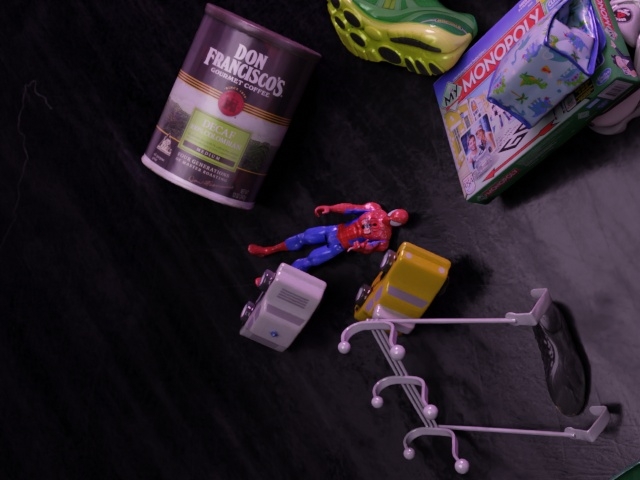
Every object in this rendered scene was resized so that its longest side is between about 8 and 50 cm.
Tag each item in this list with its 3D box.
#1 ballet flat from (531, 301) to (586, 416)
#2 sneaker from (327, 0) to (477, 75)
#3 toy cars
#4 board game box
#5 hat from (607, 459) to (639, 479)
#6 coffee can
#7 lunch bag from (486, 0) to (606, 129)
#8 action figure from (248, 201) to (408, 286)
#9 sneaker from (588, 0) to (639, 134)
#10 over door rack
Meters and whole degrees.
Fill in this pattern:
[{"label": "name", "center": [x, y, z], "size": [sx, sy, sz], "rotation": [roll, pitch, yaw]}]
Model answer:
[{"label": "ballet flat", "center": [0.346, 0.169, 1.671], "size": [0.057, 0.049, 0.173], "rotation": [-13, 85, 4]}, {"label": "sneaker", "center": [0.122, -0.339, 1.799], "size": [0.123, 0.109, 0.295], "rotation": [-37, 47, -25]}, {"label": "toy cars", "center": [0.024, 0.109, 1.763], "size": [0.393, 0.176, 0.087], "rotation": [-10, 42, 28]}, {"label": "board game box", "center": [0.291, -0.220, 1.622], "size": [0.317, 0.046, 0.213], "rotation": [-43, 50, 45]}, {"label": "hat", "center": [0.472, 0.388, 1.489], "size": [0.183, 0.208, 0.173], "rotation": [61, 144, 36]}, {"label": "coffee can", "center": [-0.144, -0.215, 1.866], "size": [0.201, 0.201, 0.275], "rotation": [29, 101, 27]}, {"label": "lunch bag", "center": [0.294, -0.239, 1.495], "size": [0.096, 0.151, 0.129], "rotation": [33, 136, -14]}, {"label": "action figure", "center": [0.000, 0.000, 1.813], "size": [0.280, 0.139, 0.091], "rotation": [-19, 77, 23]}, {"label": "sneaker", "center": [0.449, -0.305, 1.587], "size": [0.122, 0.146, 0.330], "rotation": [30, 99, 28]}, {"label": "over door rack", "center": [0.205, 0.207, 1.621], "size": [0.324, 0.108, 0.239], "rotation": [-12, 120, 33]}]
